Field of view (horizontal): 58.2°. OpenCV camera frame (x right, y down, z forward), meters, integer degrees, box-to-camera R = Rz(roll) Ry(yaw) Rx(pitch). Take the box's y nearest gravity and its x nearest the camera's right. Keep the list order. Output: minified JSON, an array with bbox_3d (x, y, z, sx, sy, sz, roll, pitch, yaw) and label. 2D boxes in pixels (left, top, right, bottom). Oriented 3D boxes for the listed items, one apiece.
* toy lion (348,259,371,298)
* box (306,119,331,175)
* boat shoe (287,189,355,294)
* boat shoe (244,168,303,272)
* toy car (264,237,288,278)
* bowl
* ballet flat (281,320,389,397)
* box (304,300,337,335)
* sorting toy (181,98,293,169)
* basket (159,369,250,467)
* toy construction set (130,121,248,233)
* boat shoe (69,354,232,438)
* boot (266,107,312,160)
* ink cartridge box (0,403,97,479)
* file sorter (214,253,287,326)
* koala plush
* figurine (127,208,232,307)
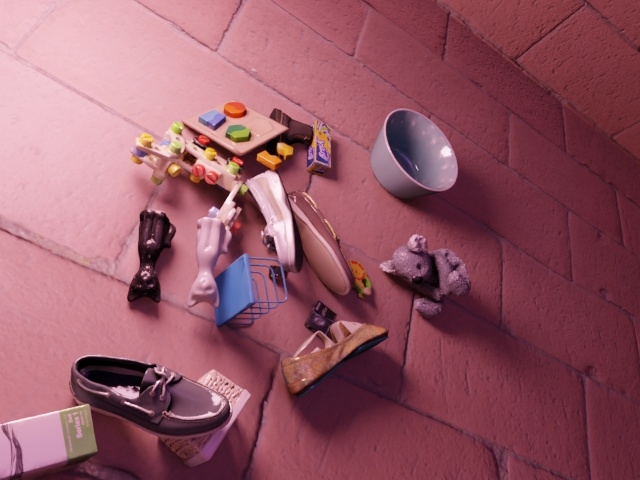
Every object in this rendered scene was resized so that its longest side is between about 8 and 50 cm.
[{"bbox_3d":[0.108,0.106,1.663,0.100,0.034,0.096,38,41,-13],"label":"toy lion"},{"bbox_3d":[-0.005,-0.287,1.784,0.059,0.054,0.168,18,55,-27],"label":"box"},{"bbox_3d":[0.000,0.000,1.587,0.097,0.116,0.324,-31,80,-40],"label":"boat shoe"},{"bbox_3d":[-0.117,-0.047,1.453,0.103,0.118,0.320,-19,57,1],"label":"boat shoe"},{"bbox_3d":[-0.110,0.048,1.518,0.040,0.060,0.121,27,52,-64],"label":"toy car"},{"bbox_3d":[0.287,-0.262,1.911,0.312,0.163,0.311,18,55,-27],"label":"bowl"},{"bbox_3d":[0.039,0.269,1.462,0.349,0.123,0.123,-24,81,-40],"label":"ballet flat"},{"bbox_3d":[0.001,0.211,1.529,0.067,0.018,0.083,41,48,-11],"label":"box"},{"bbox_3d":[-0.192,-0.300,1.568,0.307,0.041,0.229,31,41,22],"label":"sorting toy"},{"bbox_3d":[-0.244,0.367,1.198,0.103,0.113,0.167,42,48,-7],"label":"basket"},{"bbox_3d":[-0.301,-0.162,1.430,0.327,0.151,0.215,46,22,-16],"label":"toy construction set"},{"bbox_3d":[-0.326,0.291,1.098,0.320,0.099,0.116,12,43,4],"label":"boat shoe"},{"bbox_3d":[-0.084,-0.298,1.715,0.137,0.077,0.197,18,56,-26],"label":"boot"},{"bbox_3d":[-0.514,0.360,0.970,0.220,0.160,0.092,-3,66,-38],"label":"ink cartridge box"},{"bbox_3d":[-0.169,0.121,1.354,0.105,0.170,0.118,5,62,-37],"label":"file sorter"},{"bbox_3d":[0.302,0.083,1.723,0.221,0.196,0.203,27,41,-22],"label":"koala plush"},{"bbox_3d":[-0.320,0.051,1.315,0.215,0.092,0.209,7,67,-9],"label":"figurine"}]
